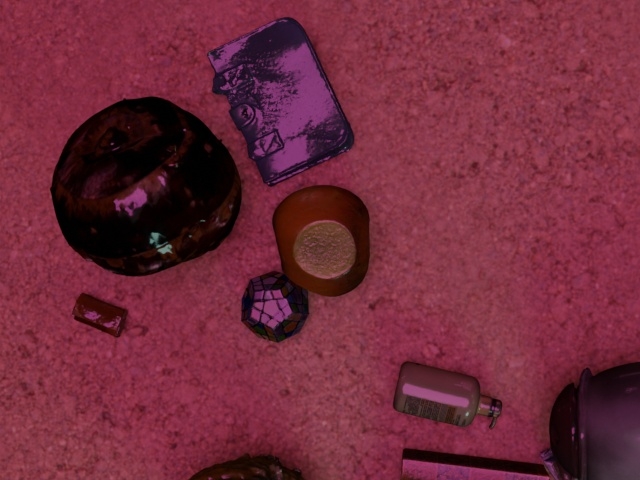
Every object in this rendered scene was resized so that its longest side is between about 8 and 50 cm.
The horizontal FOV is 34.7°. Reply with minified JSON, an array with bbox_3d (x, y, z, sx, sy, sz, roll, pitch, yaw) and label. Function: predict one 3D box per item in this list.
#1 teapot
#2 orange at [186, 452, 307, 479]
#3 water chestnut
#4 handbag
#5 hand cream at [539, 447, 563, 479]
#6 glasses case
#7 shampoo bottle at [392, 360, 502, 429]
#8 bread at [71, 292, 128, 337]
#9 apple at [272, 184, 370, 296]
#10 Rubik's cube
[{"bbox_3d":[0.483,0.319,1.451,0.312,0.233,0.315,1,90,13],"label":"teapot"},{"bbox_3d":[-0.084,0.443,1.458,0.301,0.300,0.223,46,111,26],"label":"orange"},{"bbox_3d":[-0.254,-0.059,1.536,0.299,0.300,0.300,0,88,6],"label":"water chestnut"},{"bbox_3d":[-0.067,-0.216,1.600,0.179,0.062,0.229,-24,86,5],"label":"handbag"},{"bbox_3d":[0.427,0.407,1.542,0.086,0.055,0.235,-29,78,1],"label":"hand cream"},{"bbox_3d":[0.230,0.357,1.545,0.218,0.075,0.049,6,92,6],"label":"glasses case"},{"bbox_3d":[0.194,0.237,1.550,0.161,0.079,0.079,12,90,6],"label":"shampoo bottle"},{"bbox_3d":[-0.352,0.119,1.632,0.083,0.036,0.047,21,87,4],"label":"bread"},{"bbox_3d":[0.000,-0.002,1.544,0.147,0.146,0.163,1,104,-2],"label":"apple"},{"bbox_3d":[-0.070,0.102,1.574,0.111,0.111,0.093,-6,112,6],"label":"Rubik's cube"}]
